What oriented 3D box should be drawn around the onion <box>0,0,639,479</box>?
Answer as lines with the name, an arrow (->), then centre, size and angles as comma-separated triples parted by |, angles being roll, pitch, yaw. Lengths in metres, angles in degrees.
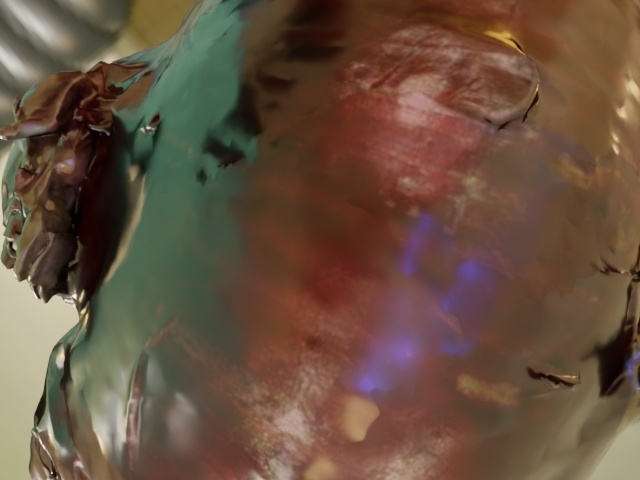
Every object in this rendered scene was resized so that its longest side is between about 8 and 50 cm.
onion -> 0.000, 0.000, 0.663 | 0.314, 0.232, 0.314 | -155, -90, -86
